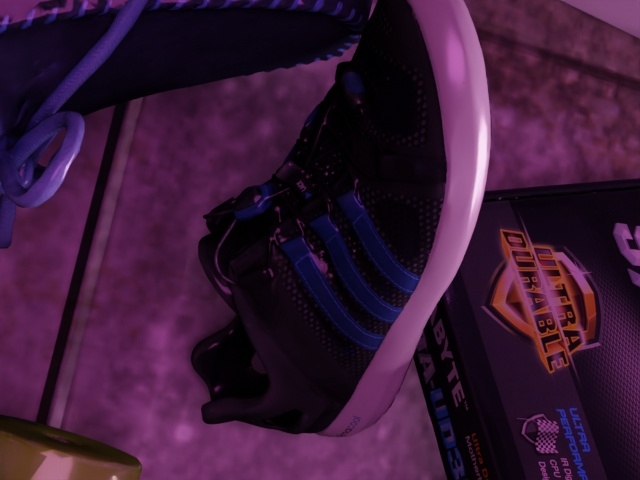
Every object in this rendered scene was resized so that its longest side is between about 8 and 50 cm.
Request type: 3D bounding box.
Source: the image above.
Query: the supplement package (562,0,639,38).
[{"bbox_3d":[0.174,-0.141,0.531,0.179,0.105,0.105,22,82,-17],"label":"supplement package"}]

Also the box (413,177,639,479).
[{"bbox_3d":[0.137,0.081,0.491,0.175,0.051,0.220,-5,61,-17],"label":"box"}]

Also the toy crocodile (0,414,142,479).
[{"bbox_3d":[-0.150,0.102,0.397,0.340,0.105,0.115,22,81,-34],"label":"toy crocodile"}]

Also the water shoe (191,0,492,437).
[{"bbox_3d":[0.000,0.000,0.438,0.080,0.073,0.203,-1,131,-17],"label":"water shoe"}]

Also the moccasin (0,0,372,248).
[{"bbox_3d":[-0.149,-0.048,0.421,0.342,0.138,0.117,-7,76,-5],"label":"moccasin"}]
